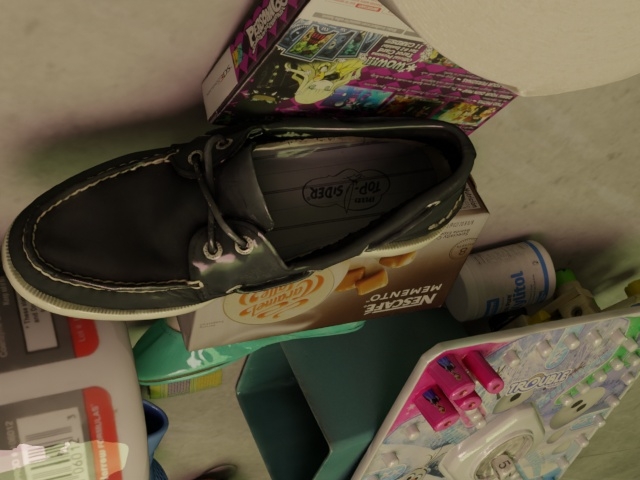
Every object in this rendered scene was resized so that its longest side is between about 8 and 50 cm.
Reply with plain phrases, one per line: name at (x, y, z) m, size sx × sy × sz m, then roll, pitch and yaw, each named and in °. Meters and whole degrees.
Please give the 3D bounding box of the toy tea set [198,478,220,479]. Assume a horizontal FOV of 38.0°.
toy tea set at (-0.202, 0.432, 1.287) m, size 0.336 × 0.124 × 0.200 m, roll -17°, pitch 116°, yaw 23°

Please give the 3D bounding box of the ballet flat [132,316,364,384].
ballet flat at (-0.070, 0.063, 0.883) m, size 0.248 × 0.083 × 0.087 m, roll -14°, pitch 122°, yaw -15°

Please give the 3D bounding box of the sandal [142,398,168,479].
sandal at (-0.215, 0.217, 0.964) m, size 0.138 × 0.126 × 0.317 m, roll -27°, pitch 149°, yaw -2°

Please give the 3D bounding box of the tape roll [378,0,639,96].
tape roll at (0.167, -0.260, 0.474) m, size 0.392 × 0.072 × 0.391 m, roll -18°, pitch 133°, yaw -20°

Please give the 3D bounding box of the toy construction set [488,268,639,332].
toy construction set at (0.269, 0.164, 1.171) m, size 0.215 × 0.151 × 0.327 m, roll 13°, pitch 121°, yaw -43°

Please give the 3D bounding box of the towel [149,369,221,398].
towel at (-0.144, 0.149, 1.006) m, size 0.083 × 0.009 × 0.060 m, roll -11°, pitch 146°, yaw -17°

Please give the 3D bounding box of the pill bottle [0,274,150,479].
pill bottle at (-0.329, 0.146, 0.705) m, size 0.363 × 0.210 × 0.210 m, roll -9°, pitch 145°, yaw -20°

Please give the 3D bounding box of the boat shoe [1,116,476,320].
boat shoe at (-0.042, -0.028, 0.641) m, size 0.340 × 0.127 × 0.113 m, roll -5°, pitch 162°, yaw -21°

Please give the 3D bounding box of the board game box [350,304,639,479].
board game box at (0.201, 0.239, 1.027) m, size 0.390 × 0.050 × 0.389 m, roll -5°, pitch 134°, yaw -34°

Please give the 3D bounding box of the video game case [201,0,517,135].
video game case at (0.064, -0.140, 0.655) m, size 0.232 × 0.041 × 0.210 m, roll 1°, pitch 153°, yaw -33°

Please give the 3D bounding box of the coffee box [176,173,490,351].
coffee box at (0.000, 0.000, 0.799) m, size 0.247 × 0.098 × 0.141 m, roll -7°, pitch 144°, yaw -22°

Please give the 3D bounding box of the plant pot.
plant pot at (0.056, 0.166, 1.024) m, size 0.234 × 0.165 × 0.165 m, roll -11°, pitch 146°, yaw -28°

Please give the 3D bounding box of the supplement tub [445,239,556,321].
supplement tub at (0.192, 0.043, 1.005) m, size 0.107 × 0.071 × 0.071 m, roll -14°, pitch 146°, yaw -16°
